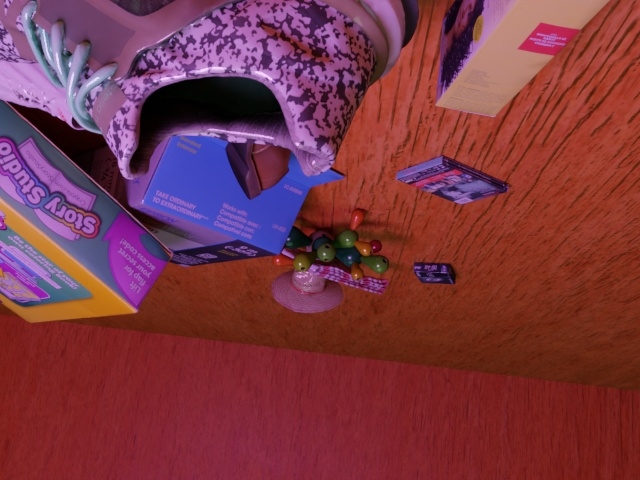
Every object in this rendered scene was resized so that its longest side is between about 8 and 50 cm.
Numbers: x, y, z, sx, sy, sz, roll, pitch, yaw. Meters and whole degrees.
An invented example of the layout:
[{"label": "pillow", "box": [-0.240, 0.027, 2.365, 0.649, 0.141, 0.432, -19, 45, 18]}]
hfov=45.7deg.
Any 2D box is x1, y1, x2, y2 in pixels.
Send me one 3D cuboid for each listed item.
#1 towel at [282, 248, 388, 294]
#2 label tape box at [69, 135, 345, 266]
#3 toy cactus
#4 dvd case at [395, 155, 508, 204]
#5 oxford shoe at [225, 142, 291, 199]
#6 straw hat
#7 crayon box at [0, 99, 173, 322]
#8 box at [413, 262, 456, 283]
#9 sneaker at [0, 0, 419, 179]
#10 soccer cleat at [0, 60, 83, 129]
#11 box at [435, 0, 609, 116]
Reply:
[{"label": "towel", "box": [0.013, 0.043, 1.341, 0.197, 0.029, 0.144, 19, -176, -45]}, {"label": "label tape box", "box": [-0.172, -0.054, 1.041, 0.333, 0.106, 0.240, -8, 158, 43]}, {"label": "toy cactus", "box": [0.000, 0.000, 1.211, 0.218, 0.112, 0.180, 6, -177, -3]}, {"label": "dvd case", "box": [0.171, -0.076, 0.983, 0.119, 0.013, 0.087, 19, 160, -31]}, {"label": "oxford shoe", "box": [-0.069, -0.127, 0.849, 0.076, 0.076, 0.212, -27, 159, -11]}, {"label": "straw hat", "box": [-0.022, 0.075, 1.485, 0.144, 0.145, 0.061, 8, 126, -2]}, {"label": "crayon box", "box": [-0.417, -0.044, 0.964, 0.313, 0.106, 0.363, -11, 133, 45]}, {"label": "box", "box": [0.215, 0.062, 1.424, 0.067, 0.018, 0.083, 1, 163, 18]}, {"label": "sneaker", "box": [-0.144, -0.138, 0.551, 0.409, 0.182, 0.158, 8, 151, 15]}, {"label": "soccer cleat", "box": [-0.252, -0.145, 0.740, 0.196, 0.076, 0.068, 2, 164, 17]}, {"label": "box", "box": [0.146, -0.173, 0.532, 0.058, 0.088, 0.232, 10, 163, -9]}]
